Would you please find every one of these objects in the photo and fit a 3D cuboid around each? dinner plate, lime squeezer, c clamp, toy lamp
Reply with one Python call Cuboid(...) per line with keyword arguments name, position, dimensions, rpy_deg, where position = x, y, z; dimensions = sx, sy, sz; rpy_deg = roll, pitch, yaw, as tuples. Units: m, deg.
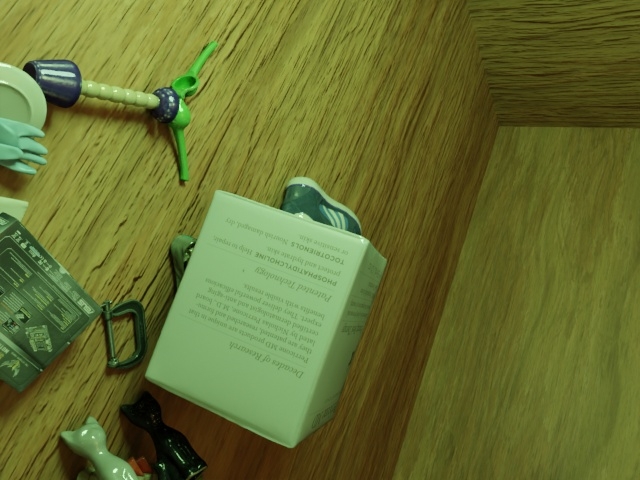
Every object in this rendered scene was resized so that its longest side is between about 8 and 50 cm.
Cuboid(name="dinner plate", position=(-0.475, -0.190, 0.795), dimensions=(0.141, 0.017, 0.141), rpy_deg=(-25, 136, -26))
Cuboid(name="lime squeezer", position=(-0.267, -0.284, 1.116), dimensions=(0.110, 0.059, 0.310), rpy_deg=(17, 82, -57))
Cuboid(name="c clamp", position=(-0.396, 0.184, 1.064), dimensions=(0.137, 0.022, 0.160), rpy_deg=(-32, 122, -56))
Cuboid(name="toy lamp", position=(-0.372, -0.255, 0.942), dimensions=(0.275, 0.080, 0.080), rpy_deg=(-2, 99, -59))

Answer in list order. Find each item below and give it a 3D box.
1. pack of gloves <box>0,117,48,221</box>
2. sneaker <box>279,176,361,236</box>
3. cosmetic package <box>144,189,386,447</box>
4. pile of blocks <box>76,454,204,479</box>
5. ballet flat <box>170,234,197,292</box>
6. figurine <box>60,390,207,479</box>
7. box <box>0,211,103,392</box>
Cuboid(name="pack of gloves", position=(-0.518, -0.106, 0.772), dimensions=(0.195, 0.046, 0.232), rpy_deg=(-65, 154, -1))
Cuboid(name="sneaker", position=(0.000, 0.000, 1.479), dimensions=(0.323, 0.130, 0.236), rpy_deg=(41, 43, -44))
Cuboid(name="cosmetic package", position=(-0.089, 0.155, 1.145), dimensions=(0.329, 0.328, 0.393), rpy_deg=(33, 77, -74))
Cuboid(name="pile of blocks", position=(-0.341, 0.502, 1.102), dimensions=(0.362, 0.149, 0.112), rpy_deg=(27, 75, -56))
Cuboid(name="ballet flat", position=(-0.276, 0.091, 1.180), dimensions=(0.072, 0.068, 0.213), rpy_deg=(-33, 124, -50))
Cuboid(name="figurine", position=(-0.358, 0.405, 1.036), dimensions=(0.092, 0.209, 0.215), rpy_deg=(-51, 159, 28))
Cuboid(name="box", position=(-0.483, 0.100, 0.849), dimensions=(0.183, 0.056, 0.231), rpy_deg=(-50, 137, -26))
